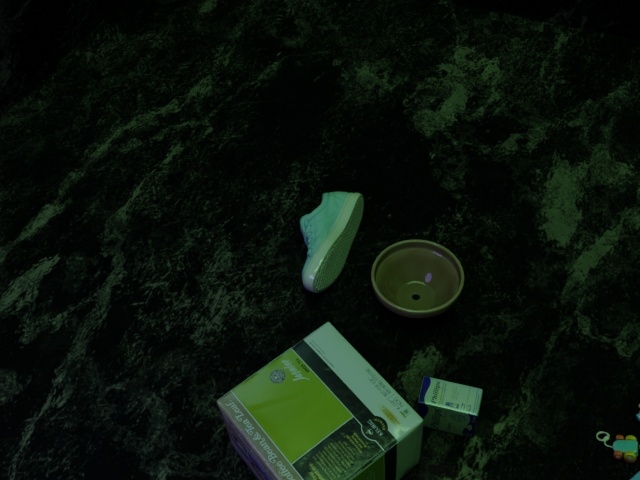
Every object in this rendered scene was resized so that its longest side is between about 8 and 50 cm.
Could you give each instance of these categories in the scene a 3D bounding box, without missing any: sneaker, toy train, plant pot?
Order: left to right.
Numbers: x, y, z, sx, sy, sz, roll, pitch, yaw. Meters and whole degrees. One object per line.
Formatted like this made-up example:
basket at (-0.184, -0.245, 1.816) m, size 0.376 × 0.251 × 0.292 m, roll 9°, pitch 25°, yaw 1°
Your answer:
sneaker at (0.000, 0.000, 2.100) m, size 0.150 × 0.135 × 0.366 m, roll 8°, pitch 43°, yaw 21°
plant pot at (0.251, 0.120, 1.982) m, size 0.237 × 0.110 × 0.237 m, roll -2°, pitch 51°, yaw 2°
toy train at (0.723, 0.446, 1.723) m, size 0.166 × 0.046 × 0.125 m, roll -26°, pitch 26°, yaw -4°

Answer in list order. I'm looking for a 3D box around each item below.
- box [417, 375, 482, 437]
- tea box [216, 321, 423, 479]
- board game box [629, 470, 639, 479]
box at (0.297, 0.386, 1.749) m, size 0.137 × 0.126 × 0.072 m, roll 11°, pitch 54°, yaw 14°
tea box at (0.001, 0.425, 1.679) m, size 0.323 × 0.220 × 0.329 m, roll -32°, pitch 55°, yaw -21°
board game box at (0.783, 0.564, 1.621) m, size 0.160 × 0.039 × 0.211 m, roll -31°, pitch 55°, yaw -20°
